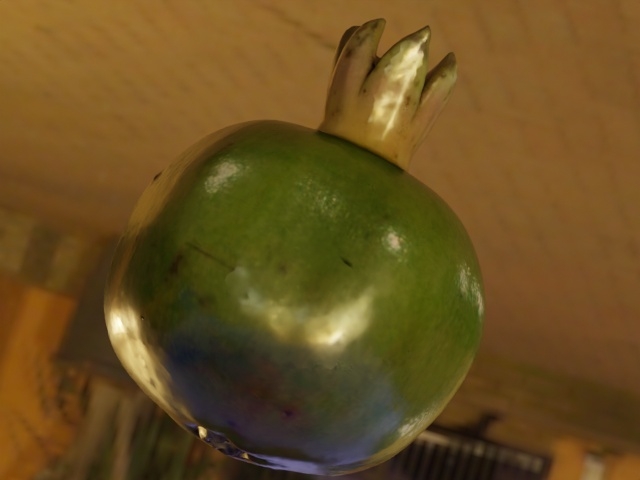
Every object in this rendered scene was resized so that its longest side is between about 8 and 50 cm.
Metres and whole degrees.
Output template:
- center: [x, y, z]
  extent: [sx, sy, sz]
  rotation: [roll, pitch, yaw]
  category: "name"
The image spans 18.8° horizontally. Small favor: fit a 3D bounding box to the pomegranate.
- center: [0.000, 0.000, 0.935]
  extent: [0.187, 0.225, 0.187]
  rotation: [24, 170, 4]
  category: "pomegranate"
